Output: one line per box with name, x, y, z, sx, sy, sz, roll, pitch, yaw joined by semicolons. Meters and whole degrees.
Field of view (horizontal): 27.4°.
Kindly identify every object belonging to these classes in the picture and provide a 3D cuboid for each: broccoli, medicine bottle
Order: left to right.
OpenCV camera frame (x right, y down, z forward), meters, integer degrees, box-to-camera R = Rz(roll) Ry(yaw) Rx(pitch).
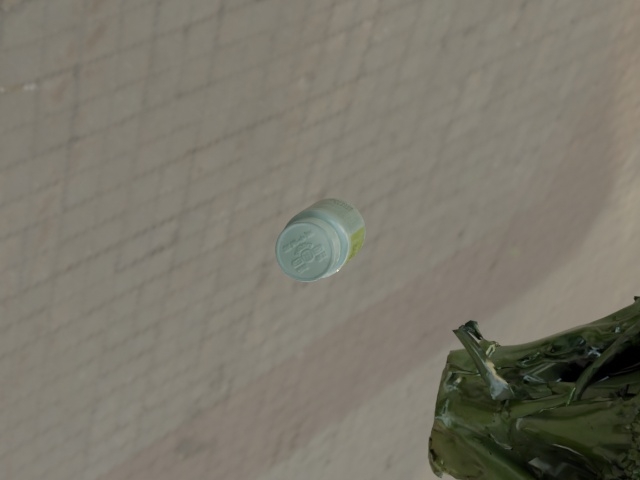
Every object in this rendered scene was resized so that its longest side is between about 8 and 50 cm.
medicine bottle;0.000;0.000;0.883;0.047;0.047;0.083;-60;174;17
broccoli;0.221;0.142;0.932;0.321;0.283;0.303;-33;133;-70
